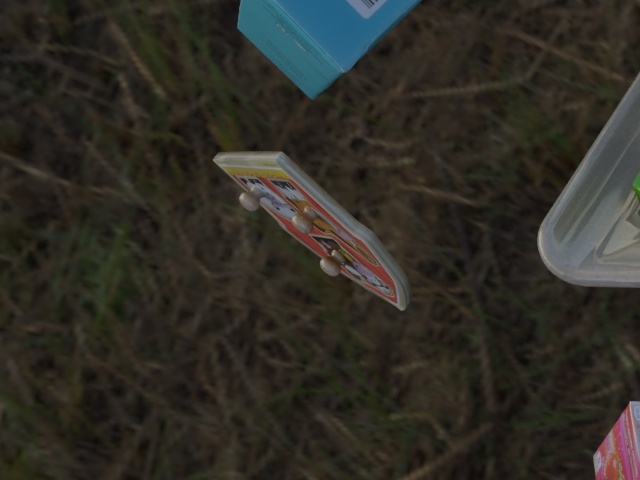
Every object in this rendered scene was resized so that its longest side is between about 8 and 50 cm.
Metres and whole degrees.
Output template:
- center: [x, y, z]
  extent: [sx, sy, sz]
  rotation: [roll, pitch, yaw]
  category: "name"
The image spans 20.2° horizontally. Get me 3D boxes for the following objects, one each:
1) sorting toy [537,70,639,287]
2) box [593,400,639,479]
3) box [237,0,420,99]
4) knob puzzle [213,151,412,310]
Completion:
- center: [0.216, -0.051, 0.752]
  extent: [0.208, 0.038, 0.193]
  rotation: [4, 44, 38]
  category: "sorting toy"
- center: [0.399, 0.333, 1.898]
  extent: [0.142, 0.154, 0.300]
  rotation: [107, 162, -57]
  category: "box"
- center: [0.016, -0.125, 0.848]
  extent: [0.100, 0.244, 0.060]
  rotation: [-45, 93, -1]
  category: "box"
- center: [0.000, 0.000, 1.498]
  extent: [0.213, 0.213, 0.030]
  rotation: [30, 75, 38]
  category: "knob puzzle"
